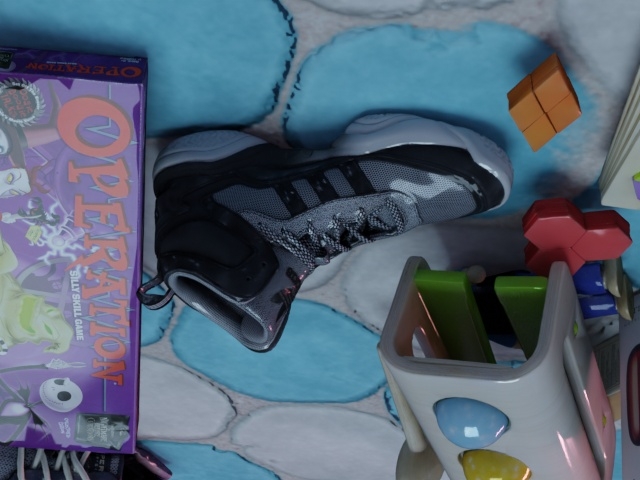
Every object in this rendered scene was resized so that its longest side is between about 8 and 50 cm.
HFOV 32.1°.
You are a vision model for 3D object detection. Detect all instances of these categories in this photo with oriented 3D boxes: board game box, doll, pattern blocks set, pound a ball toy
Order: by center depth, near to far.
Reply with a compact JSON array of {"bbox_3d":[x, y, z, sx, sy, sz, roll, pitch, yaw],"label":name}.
[{"bbox_3d":[0.262,-0.072,0.704,0.285,0.026,0.325,-2,144,7],"label":"pattern blocks set"},{"bbox_3d":[-0.237,0.019,0.838,0.208,0.056,0.347,1,125,-8],"label":"board game box"},{"bbox_3d":[0.120,0.154,0.921,0.208,0.136,0.319,2,143,25],"label":"pound a ball toy"},{"bbox_3d":[0.159,0.054,0.925,0.188,0.046,0.129,-9,142,25],"label":"doll"}]

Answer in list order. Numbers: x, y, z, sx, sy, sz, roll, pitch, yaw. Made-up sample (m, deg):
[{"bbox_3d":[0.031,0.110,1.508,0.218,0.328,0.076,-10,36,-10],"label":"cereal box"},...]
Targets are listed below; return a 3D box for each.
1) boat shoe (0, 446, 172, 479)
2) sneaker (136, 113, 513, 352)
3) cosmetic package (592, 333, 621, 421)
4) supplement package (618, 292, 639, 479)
[{"bbox_3d":[-0.320,0.258,1.304,0.158,0.127,0.340,-19,146,26],"label":"boat shoe"},{"bbox_3d":[0.000,0.000,0.786,0.268,0.153,0.101,-1,146,14],"label":"sneaker"},{"bbox_3d":[0.264,0.122,0.990,0.041,0.060,0.115,25,145,-19],"label":"cosmetic package"},{"bbox_3d":[0.322,0.150,0.847,0.133,0.244,0.139,25,143,-23],"label":"supplement package"}]
